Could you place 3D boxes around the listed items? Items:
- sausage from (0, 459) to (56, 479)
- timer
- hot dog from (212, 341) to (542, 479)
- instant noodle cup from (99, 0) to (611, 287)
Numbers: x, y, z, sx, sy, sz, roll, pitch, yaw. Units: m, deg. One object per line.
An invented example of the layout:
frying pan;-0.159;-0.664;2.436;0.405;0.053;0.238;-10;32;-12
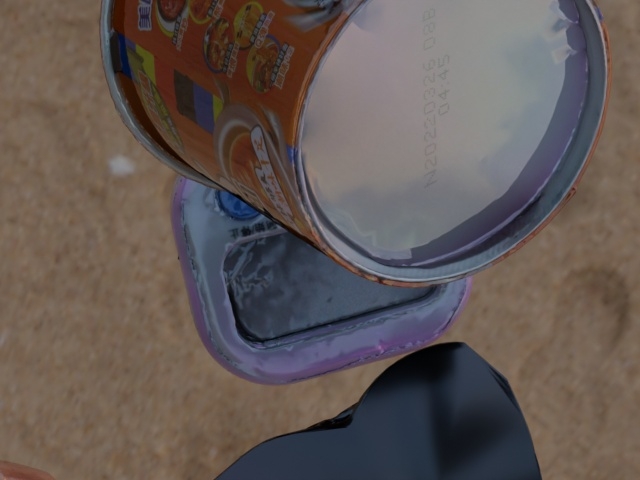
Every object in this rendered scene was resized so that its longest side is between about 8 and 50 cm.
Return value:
sausage;-0.201;0.160;1.225;0.034;0.034;0.083;59;15;25
timer;0.000;0.000;1.372;0.208;0.190;0.069;-14;15;-7
hot dog;-0.008;0.217;1.072;0.326;0.107;0.194;-28;75;-13
instant noodle cup;0.029;-0.101;1.043;0.250;0.250;0.192;-8;29;-28
